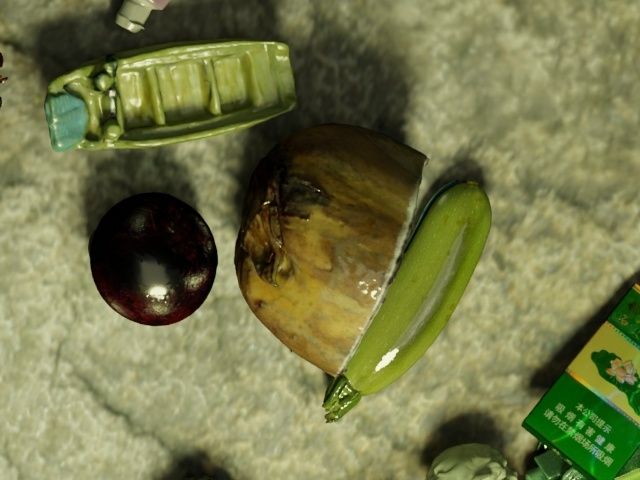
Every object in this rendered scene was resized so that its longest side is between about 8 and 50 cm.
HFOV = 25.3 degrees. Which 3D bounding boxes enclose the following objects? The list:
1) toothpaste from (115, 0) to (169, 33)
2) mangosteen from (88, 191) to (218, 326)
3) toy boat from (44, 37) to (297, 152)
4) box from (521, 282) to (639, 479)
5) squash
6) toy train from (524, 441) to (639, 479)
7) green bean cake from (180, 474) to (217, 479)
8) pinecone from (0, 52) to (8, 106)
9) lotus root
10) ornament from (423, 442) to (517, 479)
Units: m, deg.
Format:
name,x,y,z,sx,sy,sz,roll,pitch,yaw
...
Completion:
name,x,y,z,sx,sy,sz,roll,pitch,yaw
toothpaste,-0.134,-0.358,1.534,0.075,0.048,0.301,30,93,-17
mangosteen,-0.191,0.024,1.584,0.152,0.152,0.152,-4,106,-15
toy boat,-0.167,-0.161,1.563,0.276,0.084,0.111,-13,106,-15
box,0.372,0.180,1.773,0.132,0.034,0.235,39,76,14
squash,0.109,0.082,1.705,0.094,0.094,0.341,30,93,-21
toy train,0.391,0.297,1.844,0.253,0.105,0.157,-23,123,-7
green bean cake,-0.141,0.416,1.708,0.227,0.125,0.222,-41,110,-4
pinecone,-0.423,-0.175,1.423,0.221,0.221,0.221,-4,106,-15
lotus root,0.000,0.000,1.579,0.192,0.272,0.272,24,98,-11
ornament,0.242,0.367,1.771,0.285,0.120,0.130,45,48,-14
